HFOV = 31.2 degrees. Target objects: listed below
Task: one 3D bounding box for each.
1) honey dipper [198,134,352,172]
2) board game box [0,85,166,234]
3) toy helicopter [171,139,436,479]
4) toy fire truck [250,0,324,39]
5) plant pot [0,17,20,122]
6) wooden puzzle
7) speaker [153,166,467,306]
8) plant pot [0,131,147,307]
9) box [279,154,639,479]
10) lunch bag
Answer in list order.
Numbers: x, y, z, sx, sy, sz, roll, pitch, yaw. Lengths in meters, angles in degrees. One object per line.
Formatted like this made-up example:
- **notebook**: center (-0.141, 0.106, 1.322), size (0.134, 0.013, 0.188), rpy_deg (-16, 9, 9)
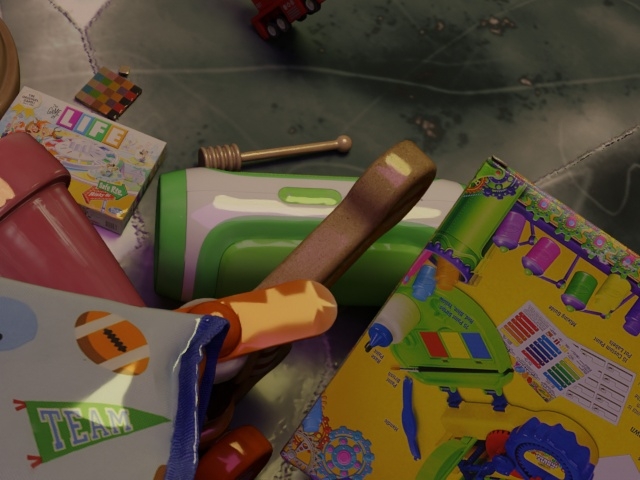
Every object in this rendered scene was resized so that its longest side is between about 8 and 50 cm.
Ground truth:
- **honey dipper**: center (-0.042, -0.088, 1.154), size (0.161, 0.030, 0.030), rpy_deg (-9, 61, -18)
- **board game box**: center (-0.241, -0.079, 1.109), size (0.154, 0.026, 0.103), rpy_deg (21, 56, 3)
- **toy helicopter**: center (-0.045, 0.052, 0.888), size (0.140, 0.235, 0.355), rpy_deg (43, 87, 16)
- **toy fire truck**: center (-0.060, -0.286, 1.209), size (0.047, 0.192, 0.135), rpy_deg (-39, 101, -28)
- **plant pot**: center (-0.410, -0.186, 1.094), size (0.237, 0.109, 0.237), rpy_deg (6, 57, -9)
- **wooden puzzle**: center (-0.216, -0.149, 1.170), size (0.049, 0.006, 0.083), rpy_deg (31, 58, 9)
- **speaker**: center (0.000, 0.000, 1.045), size (0.297, 0.131, 0.131), rpy_deg (2, 58, -10)
- **plant pot**: center (-0.249, 0.041, 0.946), size (0.180, 0.201, 0.201), rpy_deg (44, 59, -1)
- **box**: center (0.177, 0.133, 0.894), size (0.290, 0.177, 0.279), rpy_deg (37, 97, 11)
- **lunch bag**: center (-0.252, 0.199, 0.730), size (0.328, 0.385, 0.239), rpy_deg (13, 37, -2)
